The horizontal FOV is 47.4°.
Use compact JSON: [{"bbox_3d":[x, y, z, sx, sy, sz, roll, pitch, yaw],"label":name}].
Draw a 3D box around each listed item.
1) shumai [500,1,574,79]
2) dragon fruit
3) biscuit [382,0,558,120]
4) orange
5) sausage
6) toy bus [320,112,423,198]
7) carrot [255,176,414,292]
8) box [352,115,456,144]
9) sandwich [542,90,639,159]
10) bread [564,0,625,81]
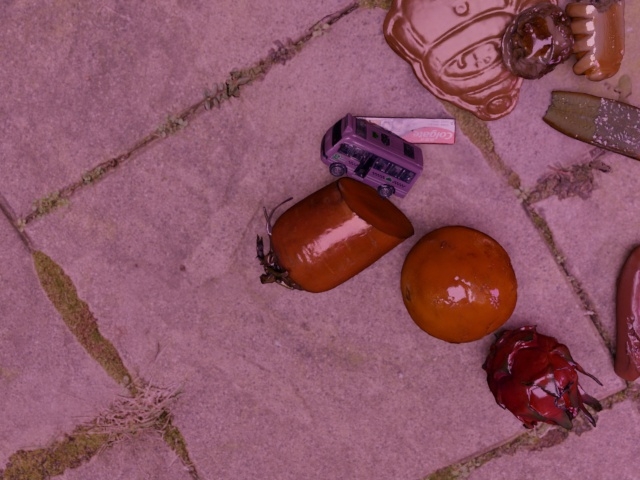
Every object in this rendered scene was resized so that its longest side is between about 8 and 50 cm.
[{"bbox_3d":[0.407,-0.361,1.349,0.145,0.116,0.146,0,109,-1],"label":"shumai"},{"bbox_3d":[0.454,0.296,1.518,0.274,0.193,0.192,48,112,22],"label":"dragon fruit"},{"bbox_3d":[0.307,-0.419,1.435,0.312,0.057,0.351,-37,97,15],"label":"biscuit"},{"bbox_3d":[0.276,0.089,1.475,0.239,0.240,0.240,2,104,6],"label":"orange"},{"bbox_3d":[0.657,0.152,1.526,0.078,0.078,0.305,-1,103,7],"label":"sausage"},{"bbox_3d":[0.104,-0.170,1.466,0.198,0.096,0.108,22,132,-18],"label":"toy bus"},{"bbox_3d":[0.000,0.000,1.500,0.331,0.193,0.214,-35,129,16],"label":"carrot"},{"bbox_3d":[0.170,-0.228,1.506,0.217,0.039,0.055,3,103,6],"label":"box"},{"bbox_3d":[0.574,-0.223,1.435,0.257,0.096,0.094,17,100,0],"label":"sandwich"},{"bbox_3d":[0.521,-0.393,1.390,0.119,0.084,0.177,-17,106,-31],"label":"bread"}]
